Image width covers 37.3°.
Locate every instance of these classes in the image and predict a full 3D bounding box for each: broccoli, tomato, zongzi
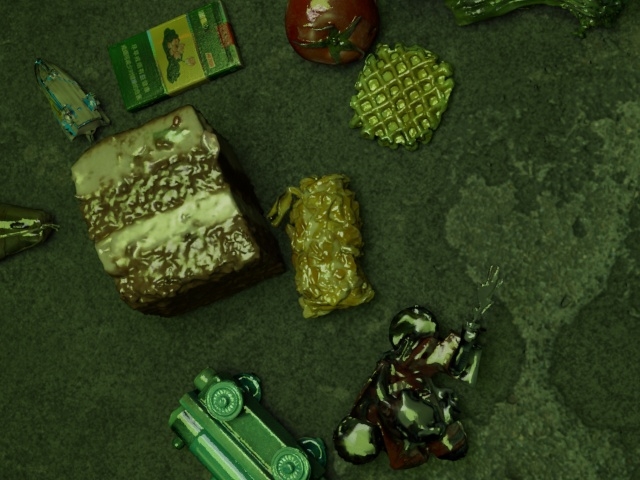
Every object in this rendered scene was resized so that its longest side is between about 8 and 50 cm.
[{"bbox_3d":[0.352,-0.409,1.539,0.304,0.145,0.165,-8,80,26],"label":"broccoli"},{"bbox_3d":[0.013,-0.385,1.610,0.167,0.167,0.167,-1,86,14],"label":"tomato"},{"bbox_3d":[-0.576,0.020,1.784,0.189,0.081,0.178,10,110,1],"label":"zongzi"}]

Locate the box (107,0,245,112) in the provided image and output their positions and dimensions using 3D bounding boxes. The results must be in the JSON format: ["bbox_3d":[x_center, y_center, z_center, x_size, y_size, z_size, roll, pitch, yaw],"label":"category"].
[{"bbox_3d":[-0.265,-0.335,1.733,0.235,0.034,0.132,-21,81,12],"label":"box"}]

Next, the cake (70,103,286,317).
[{"bbox_3d":[-0.230,-0.038,1.586,0.255,0.282,0.290,-21,77,5],"label":"cake"}]

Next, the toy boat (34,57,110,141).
[{"bbox_3d":[-0.477,-0.273,1.773,0.084,0.066,0.210,-31,67,-23],"label":"toy boat"}]

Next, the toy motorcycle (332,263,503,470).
[{"bbox_3d":[0.185,0.212,1.529,0.207,0.134,0.401,28,95,14],"label":"toy motorcycle"}]

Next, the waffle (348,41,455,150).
[{"bbox_3d":[0.135,-0.247,1.623,0.169,0.036,0.184,22,90,17],"label":"waffle"}]

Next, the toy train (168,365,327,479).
[{"bbox_3d":[-0.128,0.360,1.610,0.298,0.120,0.194,43,102,13],"label":"toy train"}]

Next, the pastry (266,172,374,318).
[{"bbox_3d":[0.000,0.000,1.602,0.154,0.102,0.250,-13,81,4],"label":"pastry"}]
